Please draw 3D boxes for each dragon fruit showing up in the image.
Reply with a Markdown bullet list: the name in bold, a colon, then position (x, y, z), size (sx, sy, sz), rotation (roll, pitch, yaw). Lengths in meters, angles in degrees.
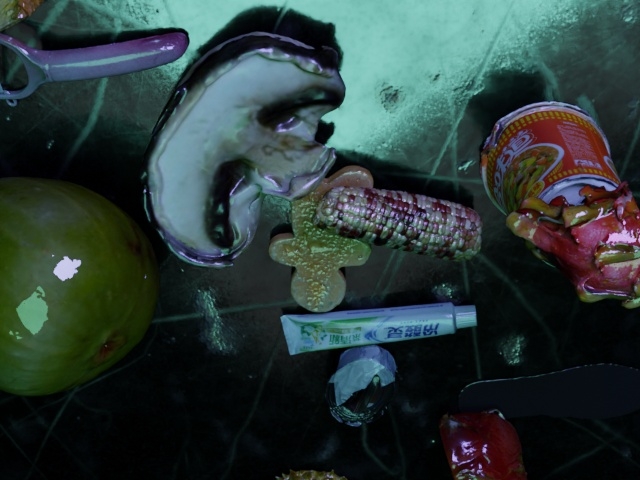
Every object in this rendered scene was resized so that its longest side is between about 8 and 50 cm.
- **dragon fruit**: position (0.262, 0.359, 1.481), size (0.121, 0.161, 0.127), rotation (-15, 133, 11)
- **dragon fruit**: position (0.320, -0.001, 1.093), size (0.208, 0.133, 0.149), rotation (17, 88, 10)

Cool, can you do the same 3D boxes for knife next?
- **knife**: position (-0.315, -0.234, 1.252), size (0.278, 0.053, 0.123), rotation (-5, 142, 1)

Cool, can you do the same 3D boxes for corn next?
- **corn**: position (0.110, -0.028, 1.316), size (0.254, 0.086, 0.086), rotation (10, 116, -16)

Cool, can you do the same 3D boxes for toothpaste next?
- **toothpaste**: position (0.090, 0.130, 1.435), size (0.297, 0.048, 0.074), rotation (-7, 118, 8)

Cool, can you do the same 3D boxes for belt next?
- **belt**: position (0.064, 0.225, 1.472), size (0.105, 0.058, 0.140), rotation (25, 117, -5)

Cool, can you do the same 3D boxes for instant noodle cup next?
- **instant noodle cup**: position (0.320, -0.065, 1.244), size (0.193, 0.212, 0.193), rotation (0, 115, 1)

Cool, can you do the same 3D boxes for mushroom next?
- **mushroom**: position (-0.107, -0.131, 1.269), size (0.248, 0.130, 0.344), rotation (16, 116, -18)

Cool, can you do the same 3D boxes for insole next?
- **insole**: position (0.384, 0.250, 1.509), size (0.323, 0.007, 0.109), rotation (-6, 114, 3)

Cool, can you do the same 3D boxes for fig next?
- **fig**: position (-0.388, 0.044, 1.278), size (0.316, 0.316, 0.316), rotation (0, 116, 0)

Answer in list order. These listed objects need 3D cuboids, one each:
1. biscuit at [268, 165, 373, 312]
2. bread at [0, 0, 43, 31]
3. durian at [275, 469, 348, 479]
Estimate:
- **biscuit**: position (0.000, 0.000, 1.377), size (0.153, 0.030, 0.234), rotation (1, 116, 0)
- **bread**: position (-0.413, -0.312, 1.189), size (0.084, 0.109, 0.080), rotation (-25, 116, 16)
- **durian**: position (0.013, 0.484, 1.576), size (0.252, 0.144, 0.139), rotation (17, 136, -14)
